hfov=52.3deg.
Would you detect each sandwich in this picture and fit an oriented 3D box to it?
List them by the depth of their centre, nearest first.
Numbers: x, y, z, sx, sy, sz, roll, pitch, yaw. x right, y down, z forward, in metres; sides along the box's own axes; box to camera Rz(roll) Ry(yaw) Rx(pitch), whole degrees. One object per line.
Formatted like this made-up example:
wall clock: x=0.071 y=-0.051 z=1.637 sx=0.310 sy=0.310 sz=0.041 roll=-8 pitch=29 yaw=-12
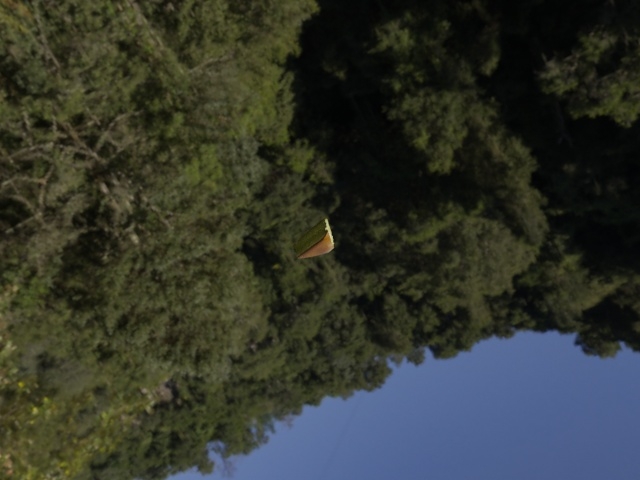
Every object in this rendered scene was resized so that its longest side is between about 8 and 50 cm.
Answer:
sandwich: x=0.000 y=0.000 z=0.927 sx=0.044 sy=0.031 sz=0.083 roll=6 pitch=152 yaw=-35
